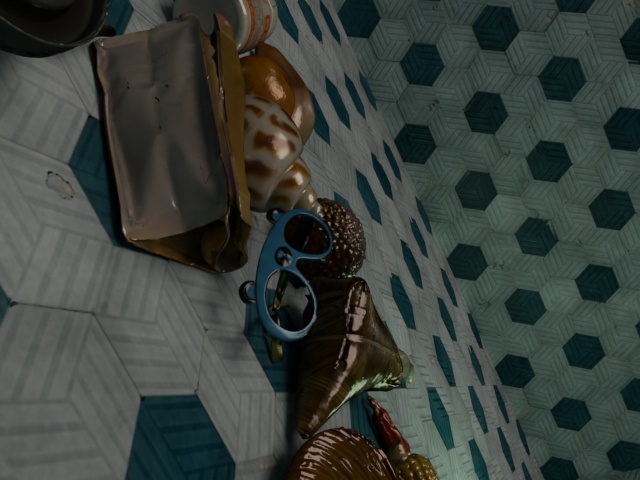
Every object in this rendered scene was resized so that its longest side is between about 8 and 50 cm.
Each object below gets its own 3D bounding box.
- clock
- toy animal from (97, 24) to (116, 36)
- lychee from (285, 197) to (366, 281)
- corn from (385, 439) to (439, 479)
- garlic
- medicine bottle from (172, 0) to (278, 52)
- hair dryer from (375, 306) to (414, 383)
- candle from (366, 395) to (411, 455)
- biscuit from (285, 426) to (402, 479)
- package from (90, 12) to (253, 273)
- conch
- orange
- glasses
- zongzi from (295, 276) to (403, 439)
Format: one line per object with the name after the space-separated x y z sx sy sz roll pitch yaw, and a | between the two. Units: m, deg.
-0.286 -0.280 0.536 0.226 0.049 0.226 -14 90 -69 | clock
-0.343 -0.317 0.611 0.324 0.090 0.195 51 27 -34 | toy animal
0.000 0.000 1.108 0.165 0.197 0.165 -13 110 -41 | lychee
0.184 0.525 1.074 0.119 0.119 0.321 -4 77 -70 | corn
-0.080 -0.320 1.335 0.143 0.112 0.318 33 28 -54 | garlic
-0.170 -0.426 1.121 0.144 0.144 0.252 61 20 -19 | medicine bottle
0.152 0.226 1.416 0.237 0.075 0.206 67 10 22 | hair dryer
0.136 0.383 1.194 0.162 0.053 0.048 64 14 -3 | candle
0.057 0.415 0.808 0.318 0.040 0.318 39 35 -35 | biscuit
-0.158 -0.137 0.802 0.221 0.165 0.311 30 42 -61 | package
-0.095 -0.138 0.992 0.275 0.149 0.183 69 20 4 | conch
-0.114 -0.280 1.136 0.156 0.124 0.156 49 30 -41 | orange
-0.039 0.081 0.906 0.207 0.102 0.239 83 15 -49 | glasses
0.047 0.245 1.018 0.286 0.134 0.288 56 35 -42 | zongzi
